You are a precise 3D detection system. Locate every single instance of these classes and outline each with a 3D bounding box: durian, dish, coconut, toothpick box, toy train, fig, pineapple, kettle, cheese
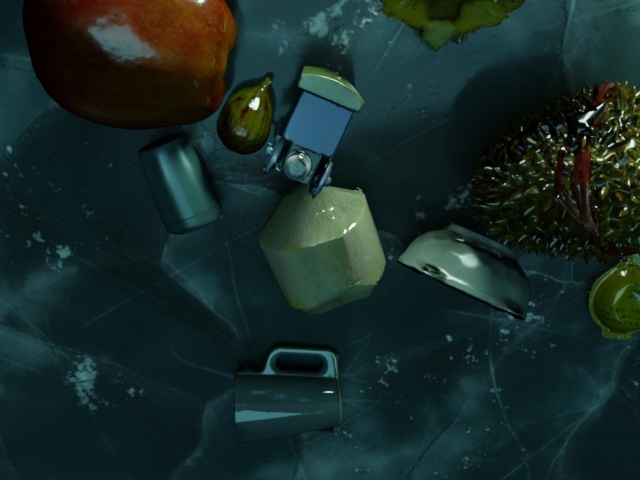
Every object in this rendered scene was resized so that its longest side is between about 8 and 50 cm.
[{"bbox_3d":[0.465,-0.113,1.211,0.384,0.348,0.347,18,121,35],"label":"durian"},{"bbox_3d":[0.297,0.048,1.347,0.303,0.303,0.120,24,91,-10],"label":"dish"},{"bbox_3d":[0.000,0.000,1.334,0.239,0.239,0.244,-16,119,8],"label":"coconut"},{"bbox_3d":[-0.279,-0.115,1.344,0.120,0.120,0.184,-18,110,9],"label":"toothpick box"},{"bbox_3d":[-0.010,-0.199,1.207,0.131,0.299,0.202,24,105,-8],"label":"toy train"},{"bbox_3d":[-0.132,-0.239,1.293,0.109,0.103,0.154,42,103,29],"label":"fig"},{"bbox_3d":[0.234,-0.431,1.214,0.250,0.139,0.164,2,157,16],"label":"pineapple"},{"bbox_3d":[-0.075,0.343,1.557,0.243,0.160,0.210,-4,87,-5],"label":"kettle"},{"bbox_3d":[0.667,0.093,1.456,0.177,0.069,0.270,6,112,-3],"label":"cheese"}]

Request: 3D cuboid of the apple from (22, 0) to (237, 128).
[{"bbox_3d":[-0.338,-0.360,1.228,0.365,0.295,0.329,15,156,-8],"label":"apple"}]
